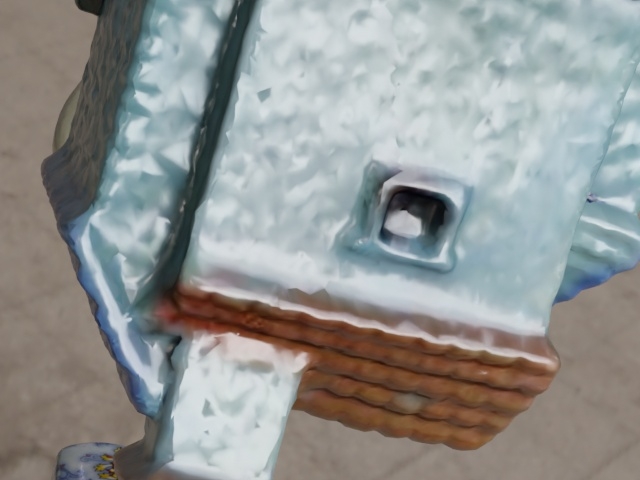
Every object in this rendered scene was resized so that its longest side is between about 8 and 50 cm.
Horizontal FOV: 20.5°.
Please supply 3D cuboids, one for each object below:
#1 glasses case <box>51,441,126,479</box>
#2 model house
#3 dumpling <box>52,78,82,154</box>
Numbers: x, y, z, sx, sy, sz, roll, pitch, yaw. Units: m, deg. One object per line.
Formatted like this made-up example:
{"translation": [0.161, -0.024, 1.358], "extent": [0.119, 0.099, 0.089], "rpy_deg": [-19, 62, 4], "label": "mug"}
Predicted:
{"translation": [-0.136, 0.228, 1.133], "extent": [0.087, 0.065, 0.248], "rpy_deg": [12, 35, -16], "label": "glasses case"}
{"translation": [0.000, 0.000, 0.905], "extent": [0.295, 0.329, 0.252], "rpy_deg": [12, 4, -19], "label": "model house"}
{"translation": [-0.146, -0.070, 1.479], "extent": [0.132, 0.162, 0.250], "rpy_deg": [-13, 40, 20], "label": "dumpling"}
